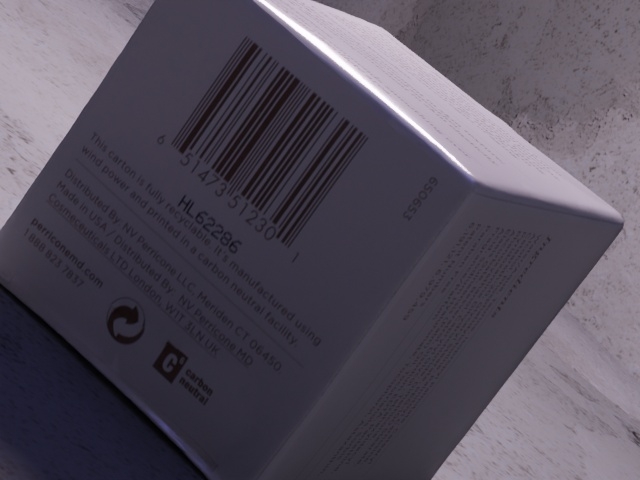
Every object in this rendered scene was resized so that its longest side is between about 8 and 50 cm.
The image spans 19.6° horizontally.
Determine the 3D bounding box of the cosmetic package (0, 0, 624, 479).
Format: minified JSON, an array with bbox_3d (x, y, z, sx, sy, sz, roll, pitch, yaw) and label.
[{"bbox_3d":[0.000,0.000,1.623,0.329,0.327,0.394,41,14,23],"label":"cosmetic package"}]
